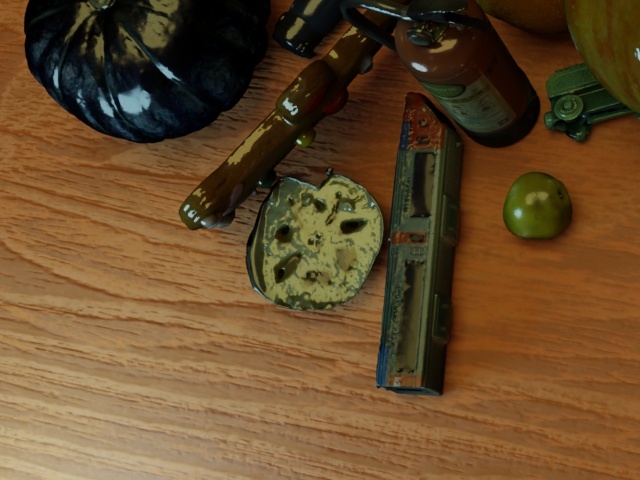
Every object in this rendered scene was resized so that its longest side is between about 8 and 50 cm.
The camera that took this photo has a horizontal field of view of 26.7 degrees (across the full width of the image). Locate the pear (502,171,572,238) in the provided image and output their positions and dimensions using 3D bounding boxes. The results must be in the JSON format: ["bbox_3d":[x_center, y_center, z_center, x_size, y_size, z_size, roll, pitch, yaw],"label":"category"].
[{"bbox_3d":[0.278,-0.045,1.747,0.097,0.092,0.092,-22,67,36],"label":"pear"}]

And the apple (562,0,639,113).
[{"bbox_3d":[0.476,-0.312,1.541,0.401,0.333,0.400,-14,33,10],"label":"apple"}]

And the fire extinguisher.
[{"bbox_3d":[0.146,-0.223,1.688,0.200,0.376,0.113,-3,74,21],"label":"fire extinguisher"}]

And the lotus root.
[{"bbox_3d":[-0.002,0.004,1.865,0.183,0.078,0.203,29,93,16],"label":"lotus root"}]

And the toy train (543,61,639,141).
[{"bbox_3d":[0.372,-0.194,1.757,0.172,0.070,0.099,-14,61,20],"label":"toy train"}]

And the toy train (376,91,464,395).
[{"bbox_3d":[0.139,0.001,1.795,0.089,0.086,0.409,1,76,23],"label":"toy train"}]

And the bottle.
[{"bbox_3d":[0.025,-0.375,1.956,0.082,0.072,0.244,40,94,31],"label":"bottle"}]

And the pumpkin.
[{"bbox_3d":[-0.247,-0.317,1.956,0.364,0.266,0.363,-5,75,19],"label":"pumpkin"}]

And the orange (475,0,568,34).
[{"bbox_3d":[0.290,-0.387,1.761,0.236,0.236,0.236,-6,74,22],"label":"orange"}]

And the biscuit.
[{"bbox_3d":[-0.022,-0.167,1.818,0.064,0.283,0.432,44,93,1],"label":"biscuit"}]
